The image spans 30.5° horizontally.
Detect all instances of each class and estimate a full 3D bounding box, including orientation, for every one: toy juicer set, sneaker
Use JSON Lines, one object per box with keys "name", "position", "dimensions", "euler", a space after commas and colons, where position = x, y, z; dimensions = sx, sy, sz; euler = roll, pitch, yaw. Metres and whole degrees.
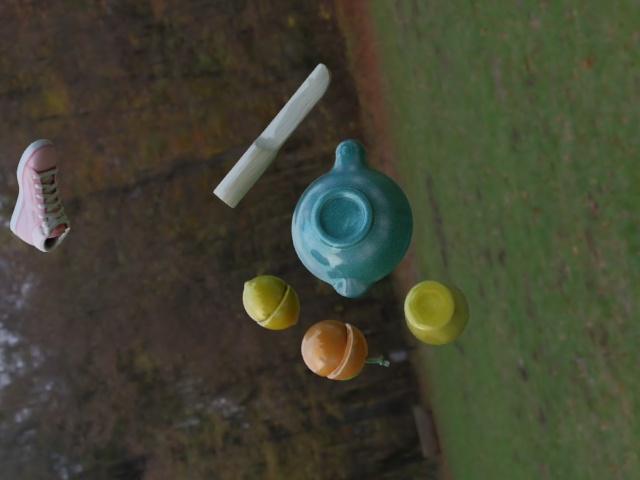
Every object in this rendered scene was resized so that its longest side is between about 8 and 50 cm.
{"name": "toy juicer set", "position": [0.000, 0.000, 1.277], "dimensions": [0.329, 0.209, 0.089], "euler": [61, -174, 15]}
{"name": "sneaker", "position": [-0.311, -0.046, 1.341], "dimensions": [0.070, 0.051, 0.134], "euler": [37, 126, 25]}
